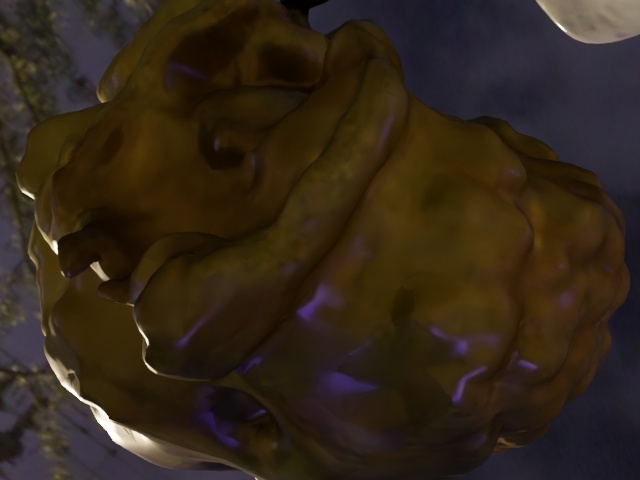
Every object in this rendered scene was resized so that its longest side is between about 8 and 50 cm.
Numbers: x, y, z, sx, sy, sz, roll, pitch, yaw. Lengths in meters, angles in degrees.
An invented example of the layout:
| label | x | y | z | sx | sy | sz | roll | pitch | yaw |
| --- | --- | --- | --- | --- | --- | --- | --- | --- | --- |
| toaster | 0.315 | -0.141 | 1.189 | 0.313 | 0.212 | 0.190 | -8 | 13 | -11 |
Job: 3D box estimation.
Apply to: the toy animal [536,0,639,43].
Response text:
| label | x | y | z | sx | sy | sz | roll | pitch | yaw |
| --- | --- | --- | --- | --- | --- | --- | --- | --- | --- |
| toy animal | 0.215 | -0.250 | 0.762 | 0.174 | 0.289 | 0.249 | 12 | -104 | -9 |

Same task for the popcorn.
| label | x | y | z | sx | sy | sz | roll | pitch | yaw |
| --- | --- | --- | --- | --- | --- | --- | --- | --- | --- |
| popcorn | -0.002 | 0.001 | 0.478 | 0.218 | 0.189 | 0.169 | -6 | -124 | 34 |
